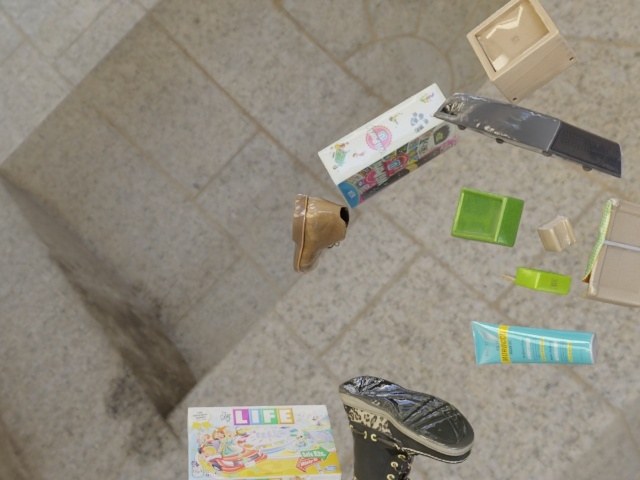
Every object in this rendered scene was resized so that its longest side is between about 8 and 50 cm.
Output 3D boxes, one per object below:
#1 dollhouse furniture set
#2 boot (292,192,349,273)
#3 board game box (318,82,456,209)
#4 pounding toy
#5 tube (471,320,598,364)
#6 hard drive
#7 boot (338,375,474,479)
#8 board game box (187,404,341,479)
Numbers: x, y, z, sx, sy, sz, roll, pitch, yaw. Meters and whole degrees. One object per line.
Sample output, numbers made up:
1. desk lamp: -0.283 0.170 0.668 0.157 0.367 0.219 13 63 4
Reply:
1. dollhouse furniture set: 0.176 0.000 0.573 0.151 0.076 0.058 11 4 -21
2. boot: 0.000 0.000 1.689 0.115 0.113 0.305 5 -23 0
3. board game box: 0.162 -0.212 1.814 0.098 0.303 0.224 61 4 16
4. pounding toy: 0.360 -0.359 1.303 0.094 0.206 0.181 32 32 -43
5. tube: 0.359 0.177 1.326 0.207 0.080 0.052 -2 7 32
6. hard drive: 0.299 -0.157 1.135 0.171 0.054 0.254 13 11 -31
7. boot: 0.120 0.302 1.089 0.236 0.085 0.179 16 -64 50
8. board game box: -0.063 0.219 0.828 0.154 0.026 0.103 1 30 -11
